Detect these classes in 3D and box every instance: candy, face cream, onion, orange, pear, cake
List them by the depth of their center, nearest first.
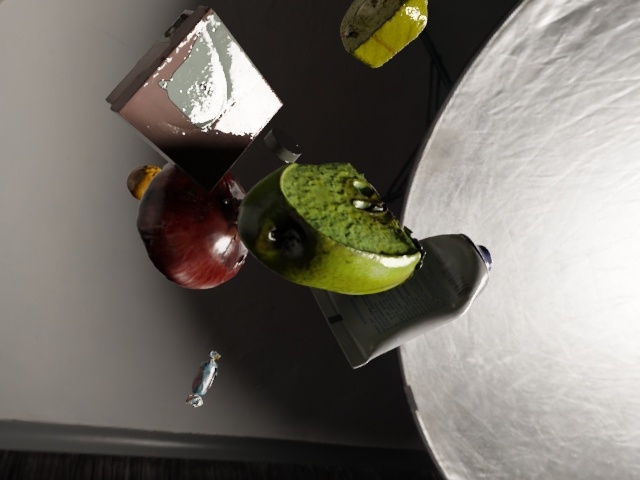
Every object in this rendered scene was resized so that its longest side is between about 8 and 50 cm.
[{"bbox_3d":[-0.167,0.202,0.705,0.030,0.020,0.083,31,80,-30],"label":"candy"},{"bbox_3d":[0.000,0.000,0.786,0.255,0.238,0.164,-8,143,-45],"label":"pear"},{"bbox_3d":[0.206,0.105,1.105,0.420,0.235,0.137,-20,148,-15],"label":"face cream"},{"bbox_3d":[-0.278,-0.051,1.235,0.285,0.348,0.348,-4,123,29],"label":"onion"},{"bbox_3d":[0.183,-0.650,1.423,0.156,0.179,0.260,11,150,-43],"label":"cake"},{"bbox_3d":[-0.668,-0.224,1.882,0.159,0.159,0.136,21,128,-25],"label":"orange"}]

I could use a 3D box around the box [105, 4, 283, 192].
[{"bbox_3d":[-0.201,-0.227,0.804,0.215,0.086,0.215,-52,138,-7],"label":"box"}]

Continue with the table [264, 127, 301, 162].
[{"bbox_3d":[-0.131,-0.335,1.711,0.133,0.133,0.043,31,119,-28],"label":"table"}]
